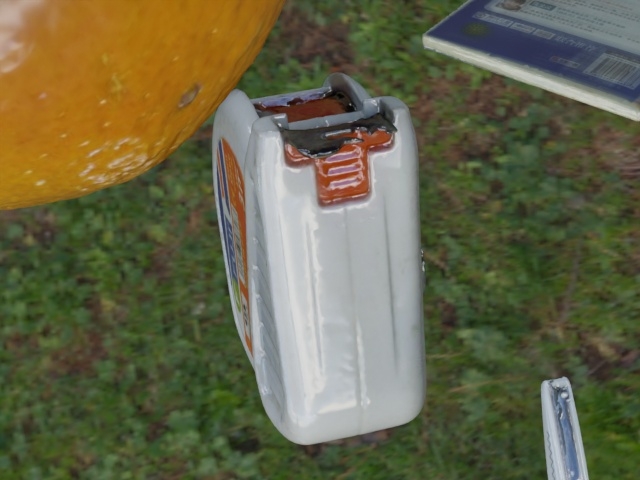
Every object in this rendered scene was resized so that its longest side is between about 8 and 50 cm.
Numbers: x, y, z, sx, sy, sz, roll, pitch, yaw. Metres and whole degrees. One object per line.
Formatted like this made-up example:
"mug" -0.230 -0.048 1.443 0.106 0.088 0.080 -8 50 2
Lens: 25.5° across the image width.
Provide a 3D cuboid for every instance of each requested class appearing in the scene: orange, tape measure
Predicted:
"orange" -0.113 -0.115 0.433 0.224 0.170 0.224 1 98 5
"tape measure" 0.000 0.000 1.049 0.265 0.130 0.258 -122 23 -63

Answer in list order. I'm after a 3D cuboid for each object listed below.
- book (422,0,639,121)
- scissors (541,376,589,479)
"book" 0.275 -0.222 1.327 0.228 0.322 0.018 25 136 30
"scissors" 0.152 0.169 0.847 0.085 0.022 0.176 -1 97 64
